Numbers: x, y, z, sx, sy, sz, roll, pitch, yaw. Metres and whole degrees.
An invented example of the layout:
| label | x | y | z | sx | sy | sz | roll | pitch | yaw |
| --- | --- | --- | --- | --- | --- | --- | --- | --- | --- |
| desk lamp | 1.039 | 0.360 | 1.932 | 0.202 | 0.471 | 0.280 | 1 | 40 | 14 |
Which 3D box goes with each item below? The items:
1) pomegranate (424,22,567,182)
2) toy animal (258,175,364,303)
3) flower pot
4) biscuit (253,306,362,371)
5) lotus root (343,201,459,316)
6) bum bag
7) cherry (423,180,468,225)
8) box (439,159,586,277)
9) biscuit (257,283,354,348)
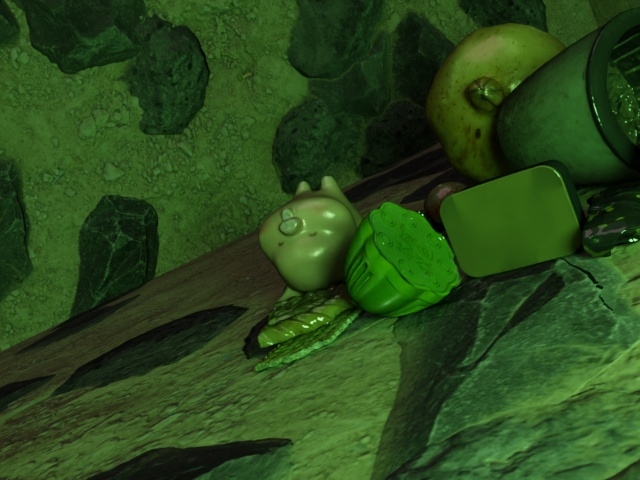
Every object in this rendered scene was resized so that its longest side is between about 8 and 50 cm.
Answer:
| label | x | y | z | sx | sy | sz | roll | pitch | yaw |
| --- | --- | --- | --- | --- | --- | --- | --- | --- | --- |
| pomegranate | 0.426 | -0.316 | 1.650 | 0.410 | 0.410 | 0.410 | -23 | 9 | 4 |
| toy animal | 0.000 | 0.000 | 1.495 | 0.237 | 0.269 | 0.326 | -19 | -23 | 19 |
| flower pot | 0.509 | -0.238 | 1.331 | 0.294 | 0.293 | 0.330 | -28 | 6 | -23 |
| biscuit | -0.009 | 0.158 | 1.205 | 0.144 | 0.016 | 0.203 | -19 | 9 | 32 |
| lotus root | 0.103 | 0.057 | 1.138 | 0.186 | 0.186 | 0.186 | -23 | 9 | 4 |
| bum bag | 0.446 | -0.041 | 1.051 | 0.107 | 0.060 | 0.232 | -9 | 17 | 28 |
| cherry | 0.246 | -0.060 | 1.604 | 0.226 | 0.090 | 0.107 | -32 | 23 | 13 |
| box | 0.308 | -0.037 | 1.123 | 0.201 | 0.144 | 0.090 | -20 | 7 | 34 |
| biscuit | -0.015 | 0.121 | 1.274 | 0.187 | 0.036 | 0.273 | -19 | 4 | 2 |
